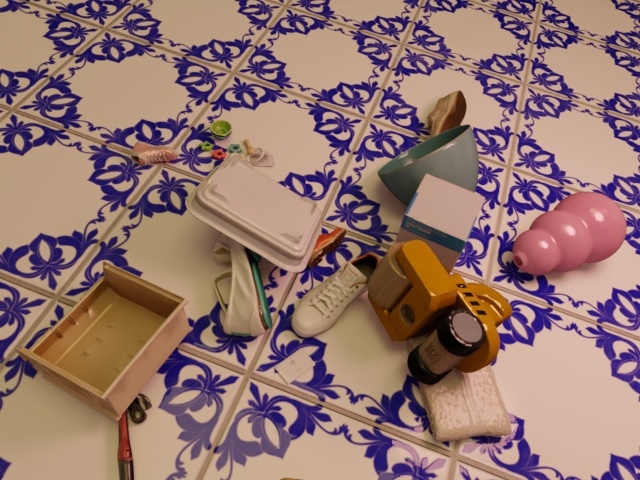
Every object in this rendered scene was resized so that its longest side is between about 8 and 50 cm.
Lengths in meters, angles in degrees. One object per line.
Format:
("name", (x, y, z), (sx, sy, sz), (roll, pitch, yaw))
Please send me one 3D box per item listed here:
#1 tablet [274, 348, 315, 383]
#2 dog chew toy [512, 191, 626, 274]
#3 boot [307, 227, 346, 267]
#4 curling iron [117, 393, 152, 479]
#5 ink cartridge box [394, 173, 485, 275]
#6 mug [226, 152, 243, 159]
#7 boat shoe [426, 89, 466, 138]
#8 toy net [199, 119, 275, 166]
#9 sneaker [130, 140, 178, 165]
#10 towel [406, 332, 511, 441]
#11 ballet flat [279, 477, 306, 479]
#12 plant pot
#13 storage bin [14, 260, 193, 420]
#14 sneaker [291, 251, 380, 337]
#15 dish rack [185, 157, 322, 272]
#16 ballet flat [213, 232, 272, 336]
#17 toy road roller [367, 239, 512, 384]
("tablet", (-0.060, 0.296, 1.301), (0.083, 0.006, 0.054), (-31, 64, -29))
("dog chew toy", (0.686, -0.007, 1.548), (0.332, 0.206, 0.206), (-23, 60, -16))
("boot", (0.000, 0.000, 1.505), (0.158, 0.059, 0.085), (-36, 61, -29))
("curling iron", (-0.383, 0.436, 1.119), (0.068, 0.035, 0.274), (-2, 53, -11))
("ink cartridge box", (0.299, -0.018, 1.459), (0.168, 0.232, 0.171), (24, 53, 11))
("mug", (-0.245, -0.224, 1.624), (0.078, 0.064, 0.062), (-1, 53, -11))
("boat shoe", (0.412, -0.396, 1.858), (0.098, 0.109, 0.302), (-6, 42, 36))
("toy net", (-0.248, -0.282, 1.678), (0.232, 0.045, 0.122), (27, 53, 10))
("sneaker", (-0.488, -0.243, 1.605), (0.134, 0.051, 0.070), (13, 54, 4))
("towel", (0.322, 0.334, 1.315), (0.187, 0.049, 0.282), (-3, 53, -10))
("ballet flat", (0.019, 0.542, 1.102), (0.232, 0.080, 0.073), (34, 27, 12))
("plant pot", (0.338, -0.180, 1.593), (0.290, 0.290, 0.195), (-37, 104, -31))
("storage bin", (-0.465, 0.207, 1.204), (0.260, 0.123, 0.262), (21, 52, 18))
("sneaker", (0.040, 0.121, 1.379), (0.106, 0.123, 0.290), (40, 58, 17))
("dish rack", (-0.146, -0.085, 1.397), (0.333, 0.072, 0.285), (30, 34, -5))
("ballet flat", (-0.210, 0.060, 1.389), (0.139, 0.139, 0.400), (-3, 55, -12))
("toy road roller", (0.290, 0.156, 1.300), (0.241, 0.202, 0.329), (-14, 60, -33))
